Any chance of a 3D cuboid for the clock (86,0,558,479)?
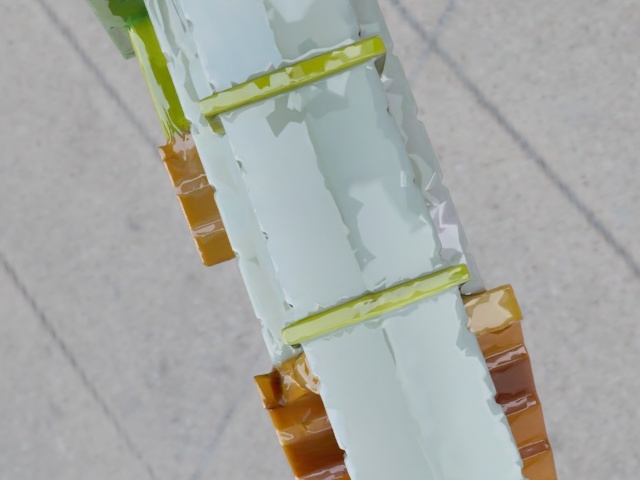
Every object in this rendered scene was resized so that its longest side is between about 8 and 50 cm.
[{"bbox_3d":[0.000,0.000,0.571,0.220,0.106,0.255,81,170,-84],"label":"clock"}]
